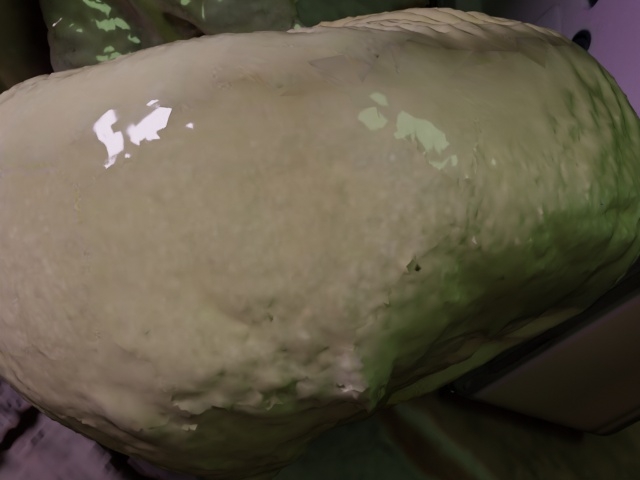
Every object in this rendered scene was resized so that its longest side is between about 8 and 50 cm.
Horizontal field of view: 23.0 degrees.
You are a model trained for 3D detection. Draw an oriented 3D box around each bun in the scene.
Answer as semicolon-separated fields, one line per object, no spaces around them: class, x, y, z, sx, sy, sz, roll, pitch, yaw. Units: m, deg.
bun;0.000;0.000;0.401;0.188;0.164;0.111;-14;92;-55

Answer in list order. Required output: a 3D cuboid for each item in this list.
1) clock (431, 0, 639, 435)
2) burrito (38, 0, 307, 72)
clock;0.105;-0.050;0.513;0.071;0.147;0.192;21;52;-27
burrito;-0.074;-0.172;0.512;0.082;0.059;0.275;-6;67;-24
